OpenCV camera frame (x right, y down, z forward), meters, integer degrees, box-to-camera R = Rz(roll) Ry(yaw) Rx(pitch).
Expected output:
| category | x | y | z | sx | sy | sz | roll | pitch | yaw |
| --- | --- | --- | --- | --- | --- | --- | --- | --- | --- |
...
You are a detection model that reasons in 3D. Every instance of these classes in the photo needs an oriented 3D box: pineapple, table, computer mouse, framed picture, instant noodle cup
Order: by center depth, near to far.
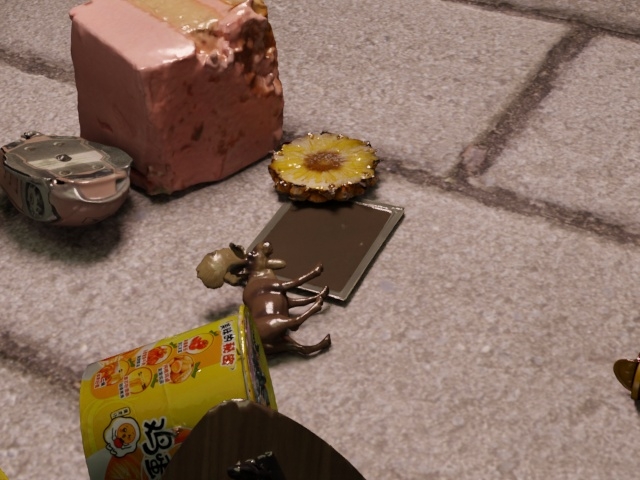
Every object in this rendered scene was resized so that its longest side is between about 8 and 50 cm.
| category | x | y | z | sx | sy | sz | roll | pitch | yaw |
| --- | --- | --- | --- | --- | --- | --- | --- | --- | --- |
| table | -0.025 | 0.332 | 0.972 | 0.317 | 0.318 | 0.249 | -8 | -1 | -6 |
| instant noodle cup | -0.155 | 0.219 | 1.230 | 0.200 | 0.264 | 0.264 | -11 | 38 | 1 |
| framed picture | 0.000 | 0.000 | 1.682 | 0.197 | 0.014 | 0.252 | 14 | 40 | 21 |
| computer mouse | -0.445 | -0.101 | 1.772 | 0.199 | 0.115 | 0.389 | -9 | 23 | -34 |
| pineapple | 0.009 | -0.120 | 1.801 | 0.221 | 0.047 | 0.221 | -2 | 33 | 1 |

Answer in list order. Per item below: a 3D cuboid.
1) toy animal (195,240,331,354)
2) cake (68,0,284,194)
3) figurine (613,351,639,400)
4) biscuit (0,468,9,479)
| category | x | y | z | sx | sy | sz | roll | pitch | yaw |
| --- | --- | --- | --- | --- | --- | --- | --- | --- | --- |
| toy animal | -0.084 | 0.073 | 1.531 | 0.186 | 0.094 | 0.214 | -9 | 45 | 6 |
| cake | -0.240 | -0.282 | 1.831 | 0.306 | 0.314 | 0.293 | -25 | 44 | -29 |
| figurine | 0.452 | 0.194 | 1.360 | 0.154 | 0.082 | 0.098 | 16 | 61 | 24 |
| biscuit | -0.348 | 0.345 | 1.250 | 0.048 | 0.026 | 0.292 | -33 | 46 | -23 |
